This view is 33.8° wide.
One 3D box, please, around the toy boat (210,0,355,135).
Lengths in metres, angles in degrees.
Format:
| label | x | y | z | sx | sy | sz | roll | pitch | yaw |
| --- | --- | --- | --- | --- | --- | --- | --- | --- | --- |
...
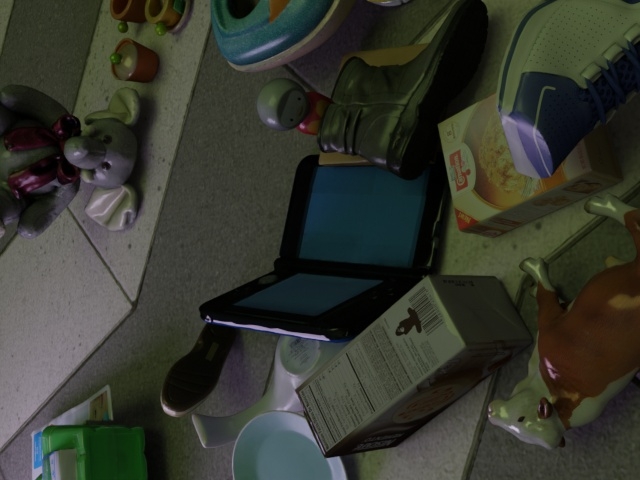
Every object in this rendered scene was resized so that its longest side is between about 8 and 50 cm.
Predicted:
| label | x | y | z | sx | sy | sz | roll | pitch | yaw |
| --- | --- | --- | --- | --- | --- | --- | --- | --- | --- |
| toy boat | -0.046 | -0.285 | 1.419 | 0.267 | 0.148 | 0.318 | -29 | 65 | 37 |

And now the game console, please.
| label | x | y | z | sx | sy | sz | roll | pitch | yaw |
| --- | --- | --- | --- | --- | --- | --- | --- | --- | --- |
| game console | 0.000 | 0.000 | 1.371 | 0.293 | 0.250 | 0.173 | 3 | 110 | 47 |

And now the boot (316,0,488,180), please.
| label | x | y | z | sx | sy | sz | roll | pitch | yaw |
| --- | --- | --- | --- | --- | --- | --- | --- | --- | --- |
| boot | 0.093 | -0.206 | 1.314 | 0.161 | 0.083 | 0.246 | 27 | 91 | 36 |

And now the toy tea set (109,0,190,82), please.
| label | x | y | z | sx | sy | sz | roll | pitch | yaw |
| --- | --- | --- | --- | --- | --- | --- | --- | --- | --- |
| toy tea set | -0.329 | -0.444 | 1.838 | 0.200 | 0.124 | 0.336 | -24 | 65 | 41 |

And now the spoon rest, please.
| label | x | y | z | sx | sy | sz | roll | pitch | yaw |
| --- | --- | --- | --- | --- | --- | --- | --- | --- | --- |
| spoon rest | -0.052 | 0.193 | 1.459 | 0.276 | 0.084 | 0.137 | -39 | 56 | 19 |

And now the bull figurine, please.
| label | x | y | z | sx | sy | sz | roll | pitch | yaw |
| --- | --- | --- | --- | --- | --- | --- | --- | --- | --- |
| bull figurine | 0.289 | 0.077 | 1.089 | 0.310 | 0.101 | 0.188 | -42 | 47 | 27 |

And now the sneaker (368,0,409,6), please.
| label | x | y | z | sx | sy | sz | roll | pitch | yaw |
| --- | --- | --- | --- | --- | --- | --- | --- | --- | --- |
| sneaker | 0.115 | -0.378 | 1.377 | 0.208 | 0.094 | 0.081 | -24 | 67 | 43 |

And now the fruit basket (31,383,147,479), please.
| label | x | y | z | sx | sy | sz | roll | pitch | yaw |
| --- | --- | --- | --- | --- | --- | --- | --- | --- | --- |
| fruit basket | -0.411 | 0.432 | 1.713 | 0.353 | 0.165 | 0.327 | -27 | 63 | 44 |

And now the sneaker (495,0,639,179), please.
| label | x | y | z | sx | sy | sz | roll | pitch | yaw |
| --- | --- | --- | --- | --- | --- | --- | --- | --- | --- |
| sneaker | 0.316 | -0.202 | 1.051 | 0.182 | 0.127 | 0.315 | 17 | 62 | 36 |

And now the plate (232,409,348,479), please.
| label | x | y | z | sx | sy | sz | roll | pitch | yaw |
| --- | --- | --- | --- | --- | --- | --- | --- | --- | --- |
| plate | -0.037 | 0.316 | 1.410 | 0.188 | 0.024 | 0.188 | 6 | 102 | 31 |

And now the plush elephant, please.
| label | x | y | z | sx | sy | sz | roll | pitch | yaw |
| --- | --- | --- | --- | --- | --- | --- | --- | --- | --- |
| plush elephant | -0.435 | -0.143 | 1.812 | 0.255 | 0.330 | 0.272 | -7 | 89 | 23 |

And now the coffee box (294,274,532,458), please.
| label | x | y | z | sx | sy | sz | roll | pitch | yaw |
| --- | --- | --- | --- | --- | --- | --- | --- | --- | --- |
| coffee box | 0.106 | 0.148 | 1.238 | 0.246 | 0.141 | 0.098 | -45 | 59 | 32 |

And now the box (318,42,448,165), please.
| label | x | y | z | sx | sy | sz | roll | pitch | yaw |
| --- | --- | --- | --- | --- | --- | --- | --- | --- | --- |
| box | 0.088 | -0.178 | 1.399 | 0.201 | 0.021 | 0.164 | 3 | 75 | 46 |

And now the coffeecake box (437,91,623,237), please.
| label | x | y | z | sx | sy | sz | roll | pitch | yaw |
| --- | --- | --- | --- | --- | --- | --- | --- | --- | --- |
| coffeecake box | 0.235 | -0.103 | 1.210 | 0.185 | 0.068 | 0.142 | -27 | 63 | 41 |

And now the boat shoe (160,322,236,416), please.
| label | x | y | z | sx | sy | sz | roll | pitch | yaw |
| --- | --- | --- | --- | --- | --- | --- | --- | --- | --- |
| boat shoe | -0.179 | 0.198 | 1.536 | 0.068 | 0.190 | 0.072 | 31 | 130 | 5 |
